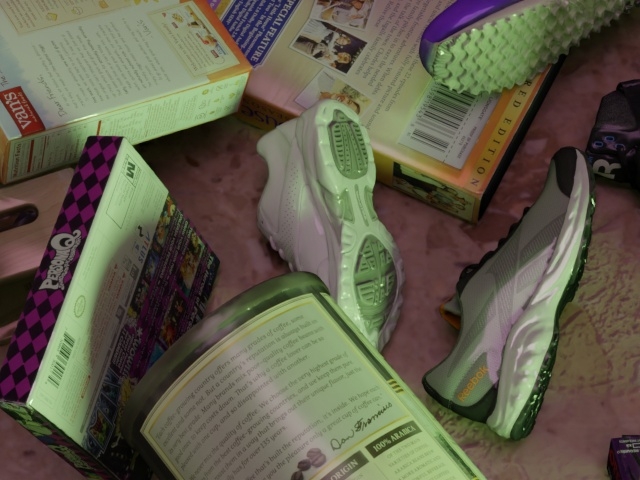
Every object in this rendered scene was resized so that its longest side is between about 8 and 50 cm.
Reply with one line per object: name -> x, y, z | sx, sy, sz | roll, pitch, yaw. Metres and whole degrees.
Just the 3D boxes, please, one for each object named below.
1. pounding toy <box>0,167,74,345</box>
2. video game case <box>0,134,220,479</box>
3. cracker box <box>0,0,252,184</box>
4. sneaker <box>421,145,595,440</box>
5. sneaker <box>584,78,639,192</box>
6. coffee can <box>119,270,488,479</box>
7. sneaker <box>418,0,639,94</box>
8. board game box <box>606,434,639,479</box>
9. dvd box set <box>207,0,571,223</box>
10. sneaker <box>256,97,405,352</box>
pounding toy -> -0.279, 0.004, 1.260 | 0.181, 0.206, 0.094 | -17, 65, -7
video game case -> -0.164, 0.067, 1.228 | 0.042, 0.210, 0.232 | 5, 64, 23
cracker box -> -0.198, -0.154, 1.309 | 0.232, 0.067, 0.156 | -19, 63, -29
sneaker -> 0.168, 0.031, 1.303 | 0.108, 0.100, 0.271 | 17, 66, 14
sneaker -> 0.294, -0.047, 1.354 | 0.121, 0.079, 0.217 | -2, 56, 3
coffee can -> 0.006, 0.190, 1.169 | 0.201, 0.201, 0.275 | -35, 69, -15
sneaker -> 0.187, -0.244, 1.370 | 0.293, 0.102, 0.146 | -30, 62, -20
board game box -> 0.417, 0.230, 1.194 | 0.346, 0.056, 0.208 | -5, 48, -2
dvd box set -> 0.026, -0.229, 1.448 | 0.420, 0.062, 0.308 | 24, 67, 12
sneaker -> 0.000, 0.000, 1.335 | 0.115, 0.090, 0.232 | -17, 78, 40
